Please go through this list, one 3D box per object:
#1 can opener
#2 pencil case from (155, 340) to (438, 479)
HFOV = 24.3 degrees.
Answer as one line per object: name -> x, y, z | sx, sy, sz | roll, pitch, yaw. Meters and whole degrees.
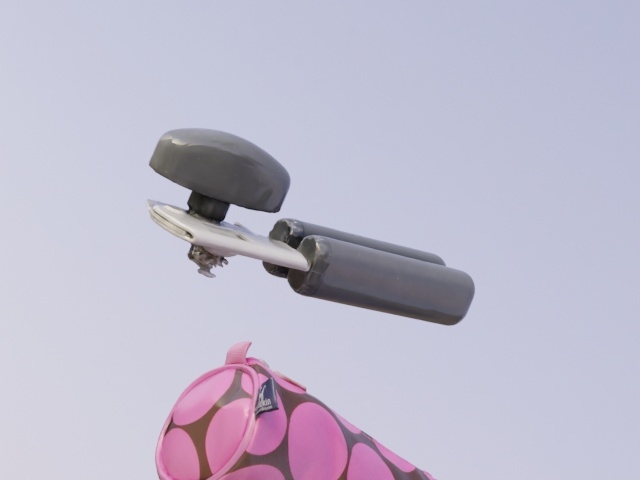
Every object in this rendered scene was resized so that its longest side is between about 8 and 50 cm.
can opener -> 0.000, 0.000, 1.062 | 0.280, 0.093, 0.074 | 19, 11, -37
pencil case -> 0.003, 0.150, 0.914 | 0.095, 0.098, 0.209 | -16, -42, 40
